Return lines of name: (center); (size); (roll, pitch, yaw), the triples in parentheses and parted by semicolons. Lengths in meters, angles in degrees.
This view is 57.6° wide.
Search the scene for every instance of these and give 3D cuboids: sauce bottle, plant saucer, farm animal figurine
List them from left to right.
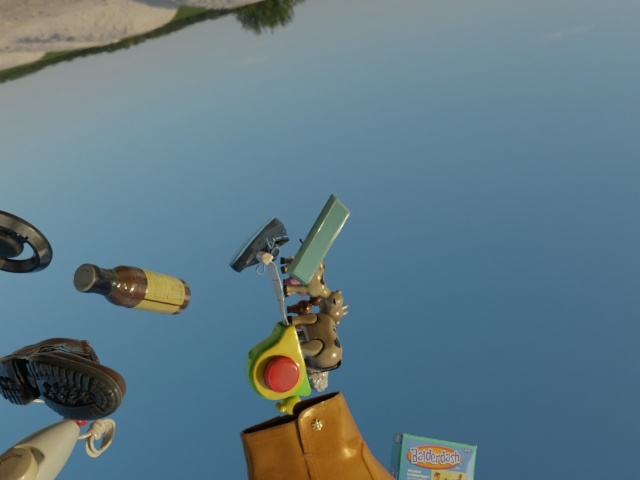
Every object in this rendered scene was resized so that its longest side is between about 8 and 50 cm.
sauce bottle: (-0.479, 0.122, 1.507); (0.111, 0.111, 0.344); (-5, 164, 23)
farm animal figurine: (-0.004, 0.206, 1.555); (0.172, 0.330, 0.326); (-6, -120, -3)
plant saucer: (0.000, 0.000, 1.204); (0.018, 0.067, 0.192); (18, -107, 44)

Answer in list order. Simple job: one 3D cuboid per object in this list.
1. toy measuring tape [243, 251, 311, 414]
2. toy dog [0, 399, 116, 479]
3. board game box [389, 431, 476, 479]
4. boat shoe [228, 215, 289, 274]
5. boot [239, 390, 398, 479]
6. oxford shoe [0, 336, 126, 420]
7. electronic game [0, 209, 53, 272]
toy measuring tape: (-0.107, 0.192, 1.131); (0.121, 0.330, 0.121); (-14, -171, 2)
toy dog: (-0.575, 0.402, 1.195); (0.161, 0.220, 0.333); (9, -161, 10)
board game box: (0.205, 0.480, 1.094); (0.160, 0.210, 0.047); (14, 163, -13)
boat shoe: (-0.134, 0.014, 1.440); (0.109, 0.089, 0.258); (-39, -173, 34)
boot: (0.054, 0.298, 0.753); (0.295, 0.211, 0.104); (-10, 178, -14)
oxford shoe: (-0.300, 0.152, 0.700); (0.227, 0.082, 0.096); (3, -157, 35)
electronic game: (-0.777, 0.005, 1.433); (0.229, 0.229, 0.048); (-8, -135, 17)
